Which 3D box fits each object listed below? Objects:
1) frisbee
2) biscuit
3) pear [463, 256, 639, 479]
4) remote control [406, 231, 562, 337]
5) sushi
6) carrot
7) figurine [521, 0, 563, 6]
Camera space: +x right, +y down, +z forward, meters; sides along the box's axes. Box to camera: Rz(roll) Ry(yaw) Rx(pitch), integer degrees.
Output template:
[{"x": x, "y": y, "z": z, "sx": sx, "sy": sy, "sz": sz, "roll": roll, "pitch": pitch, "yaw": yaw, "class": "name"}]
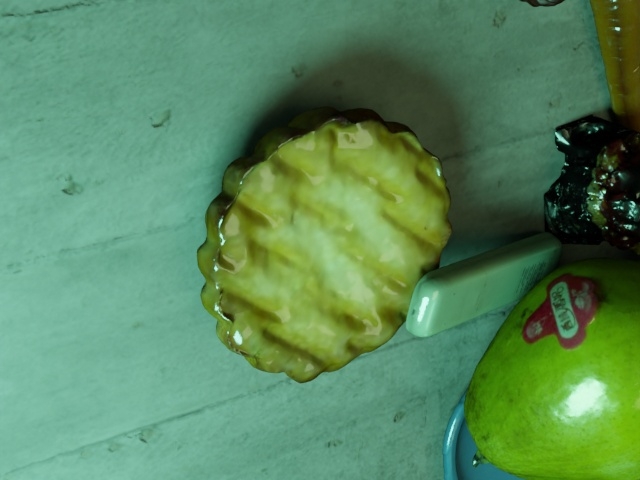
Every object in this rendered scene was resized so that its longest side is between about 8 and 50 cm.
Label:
[{"x": 0.298, "y": 0.280, "z": 1.479, "sx": 0.290, "sy": 0.049, "sz": 0.289, "roll": -7, "pitch": 107, "yaw": -22, "class": "frisbee"}, {"x": 0.000, "y": 0.000, "z": 1.162, "sx": 0.326, "sy": 0.107, "sz": 0.325, "roll": -14, "pitch": 119, "yaw": -26, "class": "biscuit"}, {"x": 0.334, "y": 0.182, "z": 1.287, "sx": 0.375, "sy": 0.287, "sz": 0.287, "roll": -41, "pitch": 128, "yaw": 20, "class": "pear"}, {"x": 0.216, "y": 0.055, "z": 1.287, "sx": 0.309, "sy": 0.038, "sz": 0.090, "roll": -16, "pitch": 128, "yaw": -45, "class": "remote control"}, {"x": 0.402, "y": -0.065, "z": 1.330, "sx": 0.153, "sy": 0.150, "sz": 0.172, "roll": -21, "pitch": 119, "yaw": -20, "class": "sushi"}, {"x": 0.393, "y": -0.236, "z": 1.314, "sx": 0.069, "sy": 0.069, "sz": 0.336, "roll": -30, "pitch": 129, "yaw": -15, "class": "carrot"}, {"x": 0.220, "y": -0.367, "z": 1.120, "sx": 0.175, "sy": 0.116, "sz": 0.240, "roll": -44, "pitch": 124, "yaw": -7, "class": "figurine"}]
